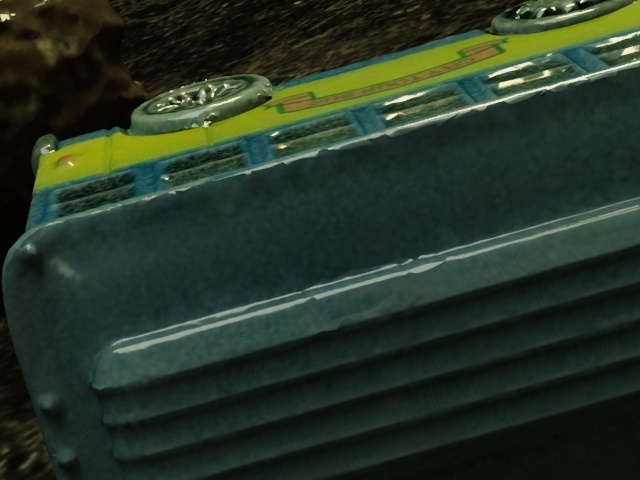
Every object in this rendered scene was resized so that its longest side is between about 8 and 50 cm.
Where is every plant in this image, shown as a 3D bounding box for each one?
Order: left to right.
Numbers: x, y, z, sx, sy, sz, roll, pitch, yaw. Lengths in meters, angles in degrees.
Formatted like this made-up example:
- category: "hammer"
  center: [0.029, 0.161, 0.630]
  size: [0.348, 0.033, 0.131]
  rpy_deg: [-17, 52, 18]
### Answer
- category: "plant"
  center: [-0.267, -0.060, 1.088]
  size: [0.312, 0.213, 0.215]
  rpy_deg: [-34, 28, -18]

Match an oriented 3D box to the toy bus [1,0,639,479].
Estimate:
- category: "toy bus"
  center: [0.059, 0.006, 0.642]
  size: [0.312, 0.152, 0.190]
  rpy_deg: [-15, 16, -1]
